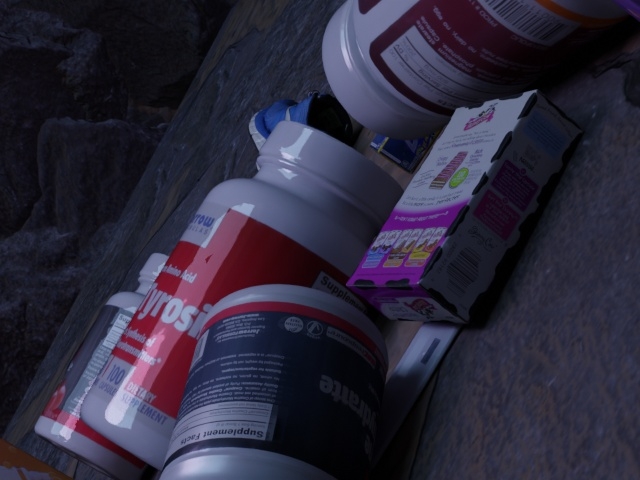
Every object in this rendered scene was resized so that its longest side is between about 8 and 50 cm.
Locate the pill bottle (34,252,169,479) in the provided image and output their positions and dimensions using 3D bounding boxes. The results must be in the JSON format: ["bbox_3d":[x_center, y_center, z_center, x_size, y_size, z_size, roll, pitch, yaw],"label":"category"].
[{"bbox_3d":[-0.270,0.186,2.110,0.318,0.176,0.176,-61,16,-15],"label":"pill bottle"}]

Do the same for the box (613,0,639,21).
[{"bbox_3d":[0.277,-0.285,1.128,0.201,0.293,0.057,-55,17,5],"label":"box"}]

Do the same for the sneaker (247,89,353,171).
[{"bbox_3d":[-0.015,-0.151,2.153,0.147,0.130,0.330,-40,21,8],"label":"sneaker"}]

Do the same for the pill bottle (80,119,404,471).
[{"bbox_3d":[-0.076,0.080,1.616,0.408,0.229,0.229,-60,15,-10],"label":"pill bottle"}]

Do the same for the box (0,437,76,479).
[{"bbox_3d":[-0.509,0.409,2.079,0.168,0.345,0.215,-51,17,21],"label":"box"}]

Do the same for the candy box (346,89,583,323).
[{"bbox_3d":[0.141,-0.031,1.421,0.233,0.071,0.159,-58,20,-15],"label":"candy box"}]

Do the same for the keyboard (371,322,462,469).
[{"bbox_3d":[0.107,0.109,1.411,0.256,0.014,0.072,-58,20,-4],"label":"keyboard"}]

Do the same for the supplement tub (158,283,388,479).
[{"bbox_3d":[-0.046,0.196,1.338,0.191,0.191,0.272,-41,28,46],"label":"supplement tub"}]

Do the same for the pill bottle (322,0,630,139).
[{"bbox_3d":[0.175,-0.266,1.547,0.392,0.224,0.224,-33,28,55],"label":"pill bottle"}]

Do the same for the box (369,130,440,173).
[{"bbox_3d":[0.134,-0.170,1.804,0.169,0.054,0.059,-57,15,4],"label":"box"}]
